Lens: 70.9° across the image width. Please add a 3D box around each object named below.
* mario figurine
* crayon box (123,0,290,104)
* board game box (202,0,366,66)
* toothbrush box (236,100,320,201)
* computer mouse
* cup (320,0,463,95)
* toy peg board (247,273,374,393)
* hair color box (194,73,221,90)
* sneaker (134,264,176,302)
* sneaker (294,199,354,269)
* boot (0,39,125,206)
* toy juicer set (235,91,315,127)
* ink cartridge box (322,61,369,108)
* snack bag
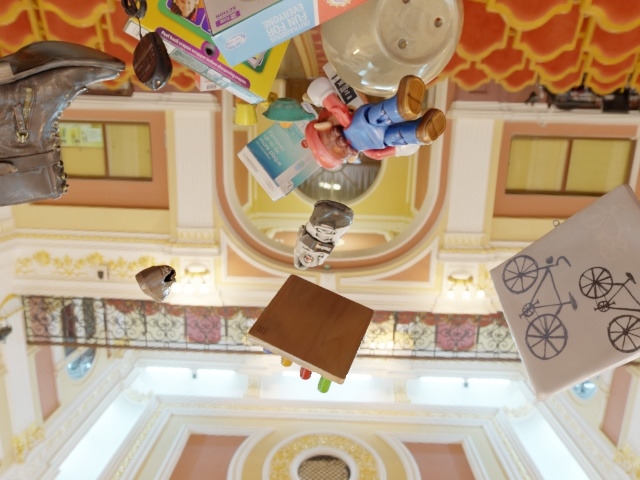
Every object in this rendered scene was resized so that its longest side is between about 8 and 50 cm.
[{"bbox_3d":[0.096,-0.258,0.933,0.170,0.198,0.320,-26,-163,-40],"label":"mario figurine"},{"bbox_3d":[-0.251,-0.576,1.129,0.362,0.313,0.106,23,173,-33],"label":"crayon box"},{"bbox_3d":[-0.083,-0.455,0.718,0.242,0.317,0.064,-22,154,9],"label":"board game box"},{"bbox_3d":[-0.107,-0.315,1.585,0.295,0.216,0.126,-43,-166,-23],"label":"toothbrush box"},{"bbox_3d":[-0.312,-0.366,0.810,0.071,0.242,0.041,-32,157,30],"label":"computer mouse"},{"bbox_3d":[0.173,-0.471,0.976,0.330,0.331,0.237,0,-156,-5],"label":"cup"},{"bbox_3d":[-0.016,0.158,0.736,0.160,0.079,0.161,23,-143,11],"label":"toy peg board"},{"bbox_3d":[-0.310,-0.494,1.254,0.071,0.141,0.043,-17,-129,-31],"label":"hair color box"},{"bbox_3d":[-0.346,0.092,0.993,0.071,0.066,0.188,-26,176,-11],"label":"sneaker"},{"bbox_3d":[0.000,0.000,1.284,0.122,0.146,0.330,21,155,-8],"label":"sneaker"},{"bbox_3d":[-0.422,-0.172,0.690,0.262,0.229,0.091,-26,-131,-39],"label":"boot"},{"bbox_3d":[-0.117,-0.418,1.447,0.328,0.090,0.209,-5,-150,-14],"label":"toy juicer set"},{"bbox_3d":[0.131,-0.431,1.471,0.065,0.333,0.165,-34,159,18],"label":"ink cartridge box"},{"bbox_3d":[0.498,0.090,0.849,0.037,0.342,0.323,25,-141,-25],"label":"snack bag"}]
